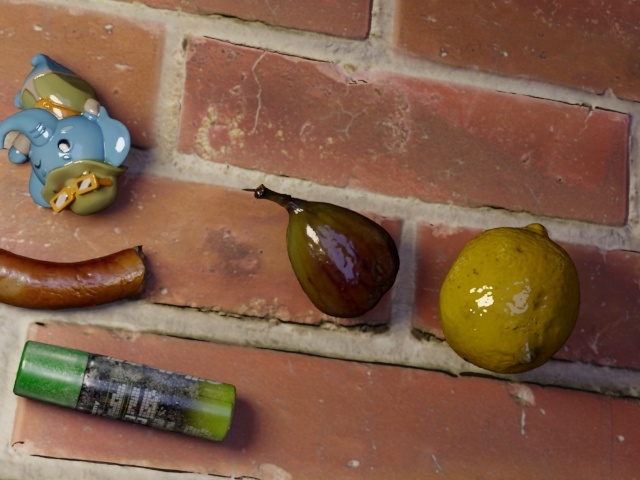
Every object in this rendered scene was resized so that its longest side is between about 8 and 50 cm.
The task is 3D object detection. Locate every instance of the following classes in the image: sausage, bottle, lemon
[{"bbox_3d":[-0.407,0.056,1.935,0.302,0.076,0.103,0,71,-15],"label":"sausage"},{"bbox_3d":[-0.298,0.231,1.917,0.330,0.093,0.093,14,76,-11],"label":"bottle"},{"bbox_3d":[0.309,0.092,2.031,0.228,0.228,0.254,34,57,-5],"label":"lemon"}]

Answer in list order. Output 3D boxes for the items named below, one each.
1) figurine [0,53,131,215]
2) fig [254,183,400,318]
[{"bbox_3d":[-0.406,-0.156,1.957,0.180,0.154,0.262,-36,72,-9],"label":"figurine"},{"bbox_3d":[-0.001,0.001,2.004,0.274,0.145,0.170,43,71,-18],"label":"fig"}]
